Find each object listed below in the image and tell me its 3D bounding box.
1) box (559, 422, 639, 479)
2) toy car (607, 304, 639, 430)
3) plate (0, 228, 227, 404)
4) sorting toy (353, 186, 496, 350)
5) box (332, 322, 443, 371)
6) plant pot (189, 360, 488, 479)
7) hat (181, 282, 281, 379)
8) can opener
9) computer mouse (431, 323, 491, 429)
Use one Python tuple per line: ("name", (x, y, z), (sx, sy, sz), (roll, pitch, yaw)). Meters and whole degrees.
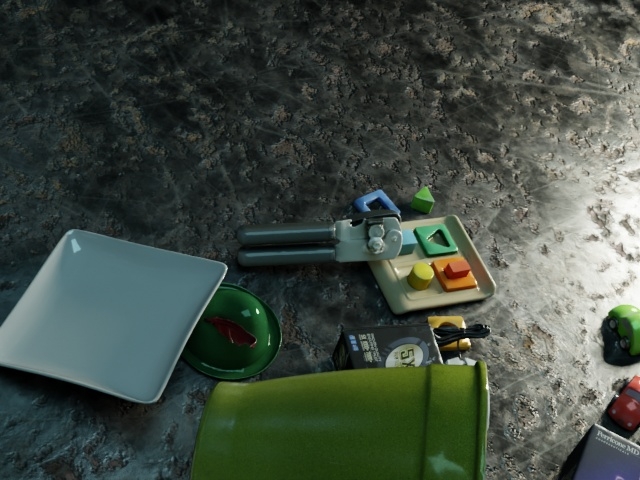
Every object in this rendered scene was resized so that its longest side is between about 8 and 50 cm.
("box", (0.416, 0.396, 1.625), (0.153, 0.108, 0.207), (26, 50, 7))
("toy car", (0.552, 0.191, 1.867), (0.239, 0.053, 0.225), (-8, 54, -21))
("plate", (-0.312, 0.115, 1.666), (0.277, 0.045, 0.278), (13, 48, 14))
("sorting toy", (0.183, 0.032, 1.902), (0.196, 0.047, 0.347), (-10, 55, -23))
("box", (0.113, 0.222, 1.705), (0.147, 0.077, 0.180), (-1, 52, -17))
("plant pot", (0.019, 0.319, 1.455), (0.353, 0.366, 0.366), (6, 49, 5))
("hat", (-0.123, 0.095, 1.674), (0.173, 0.183, 0.208), (-33, 66, -33))
("can opener", (0.000, 0.000, 1.853), (0.280, 0.074, 0.093), (-5, 17, -10))
("computer mouse", (0.230, 0.214, 1.756), (0.106, 0.042, 0.193), (2, 57, -15))
